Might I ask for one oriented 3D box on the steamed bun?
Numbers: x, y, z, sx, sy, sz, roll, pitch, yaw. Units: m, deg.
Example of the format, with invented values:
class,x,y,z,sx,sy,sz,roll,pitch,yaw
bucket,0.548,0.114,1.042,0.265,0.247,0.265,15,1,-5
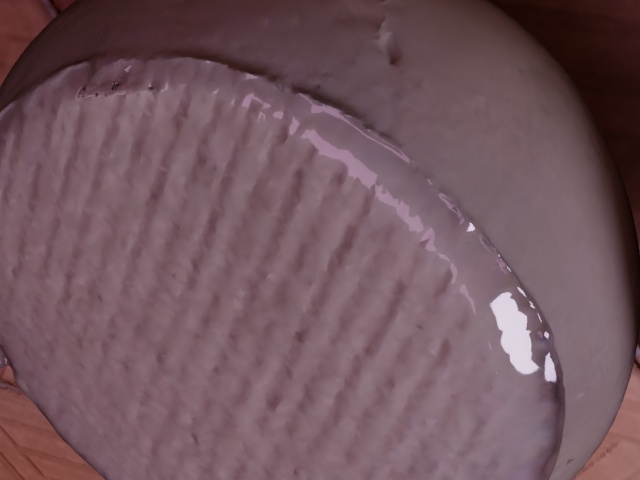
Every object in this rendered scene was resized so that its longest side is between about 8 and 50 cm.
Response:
class,x,y,z,sx,sy,sz,roll,pitch,yaw
steamed bun,0.000,0.000,0.693,0.374,0.241,0.374,18,133,21
